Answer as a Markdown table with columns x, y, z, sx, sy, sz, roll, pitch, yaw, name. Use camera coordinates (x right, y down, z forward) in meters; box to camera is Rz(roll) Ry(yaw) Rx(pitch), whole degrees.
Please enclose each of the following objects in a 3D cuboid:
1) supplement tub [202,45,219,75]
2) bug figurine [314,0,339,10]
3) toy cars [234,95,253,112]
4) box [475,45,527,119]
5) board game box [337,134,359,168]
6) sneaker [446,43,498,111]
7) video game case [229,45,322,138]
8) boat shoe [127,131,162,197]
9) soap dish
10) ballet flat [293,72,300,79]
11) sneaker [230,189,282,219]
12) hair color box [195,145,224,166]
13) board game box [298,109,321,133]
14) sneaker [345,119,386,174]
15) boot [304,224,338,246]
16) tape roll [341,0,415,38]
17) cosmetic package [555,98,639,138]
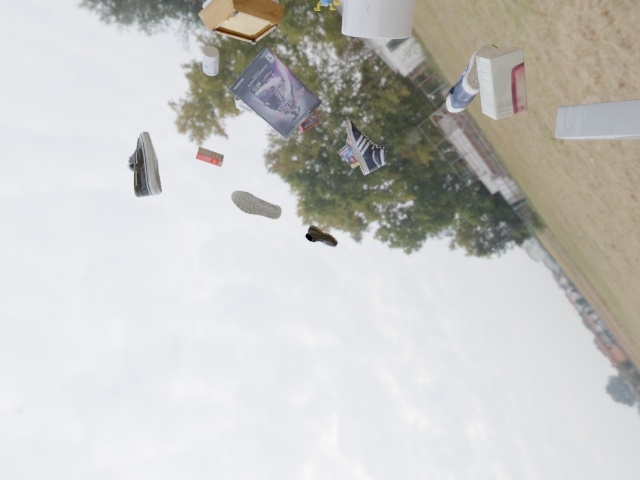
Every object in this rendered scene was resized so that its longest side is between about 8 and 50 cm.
| x | y | z | sx | sy | sz | roll | pitch | yaw | name |
| --- | --- | --- | --- | --- | --- | --- | --- | --- | --- |
| -0.479 | -0.783 | 1.866 | 0.071 | 0.107 | 0.070 | 5 | -115 | -10 | supplement tub |
| 0.105 | -1.025 | 1.803 | 0.216 | 0.279 | 0.072 | -107 | 12 | -51 | bug figurine |
| -0.271 | -0.597 | 1.980 | 0.394 | 0.087 | 0.176 | 26 | -174 | 25 | toy cars |
| 0.691 | -0.602 | 1.630 | 0.148 | 0.127 | 0.232 | -94 | -13 | -62 | box |
| 0.211 | -0.572 | 2.648 | 0.194 | 0.194 | 0.060 | 42 | -136 | -18 | board game box |
| 0.701 | -0.746 | 2.014 | 0.130 | 0.236 | 0.322 | 34 | -111 | -2 | sneaker |
| -0.158 | -0.522 | 1.534 | 0.274 | 0.196 | 0.026 | 38 | -159 | -28 | video game case |
| -0.745 | -0.324 | 1.781 | 0.121 | 0.119 | 0.335 | 94 | 160 | -57 | boat shoe |
| -0.325 | -0.946 | 1.799 | 0.291 | 0.229 | 0.118 | -10 | -90 | -47 | soap dish |
| -0.104 | -0.702 | 2.035 | 0.068 | 0.072 | 0.213 | 55 | -179 | 27 | ballet flat |
| -0.289 | -0.153 | 1.893 | 0.235 | 0.090 | 0.095 | 24 | -177 | -18 | sneaker |
| -0.595 | -0.451 | 2.303 | 0.141 | 0.043 | 0.071 | 17 | -141 | -20 | hair color box |
| -0.078 | -0.684 | 2.324 | 0.145 | 0.027 | 0.281 | 62 | -151 | -17 | board game box |
| 0.234 | -0.483 | 2.118 | 0.099 | 0.153 | 0.282 | -56 | -55 | -80 | sneaker |
| 0.000 | 0.000 | 2.466 | 0.198 | 0.076 | 0.137 | 28 | -155 | 1 | boot |
| 0.198 | -0.794 | 1.456 | 0.246 | 0.247 | 0.169 | -82 | -4 | -59 | tape roll |
| 0.825 | -0.340 | 1.226 | 0.127 | 0.238 | 0.107 | -3 | -82 | -35 | cosmetic package |
